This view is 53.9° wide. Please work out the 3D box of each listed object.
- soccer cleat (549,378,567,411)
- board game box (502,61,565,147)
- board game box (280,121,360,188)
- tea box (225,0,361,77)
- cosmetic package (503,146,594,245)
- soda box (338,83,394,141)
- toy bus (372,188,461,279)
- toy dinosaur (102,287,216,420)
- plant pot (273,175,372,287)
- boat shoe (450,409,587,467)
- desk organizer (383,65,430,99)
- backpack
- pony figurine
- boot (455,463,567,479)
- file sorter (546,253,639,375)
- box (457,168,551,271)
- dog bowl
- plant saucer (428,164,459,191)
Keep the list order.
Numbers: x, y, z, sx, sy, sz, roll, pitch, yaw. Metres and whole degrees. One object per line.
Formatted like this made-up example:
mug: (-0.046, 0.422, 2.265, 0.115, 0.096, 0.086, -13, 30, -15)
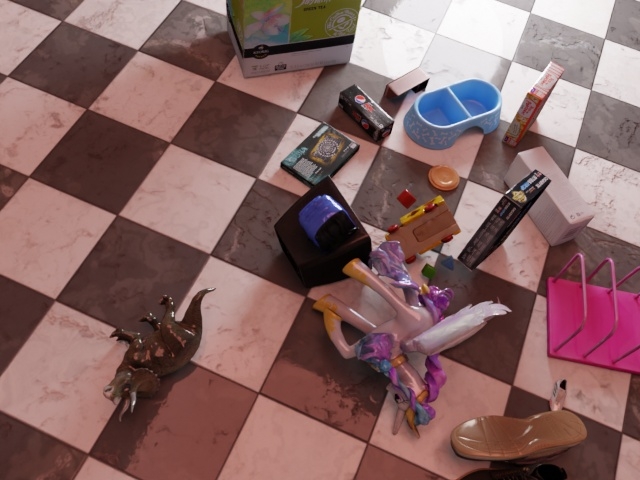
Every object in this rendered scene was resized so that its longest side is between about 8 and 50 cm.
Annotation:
soccer cleat: (0.520, 0.339, 1.372, 0.029, 0.036, 0.083, 24, 60, 8)
board game box: (0.573, -0.364, 1.703, 0.045, 0.193, 0.147, 34, 62, 14)
board game box: (0.000, -0.222, 1.653, 0.126, 0.026, 0.186, 36, 62, 15)
tea box: (-0.080, -0.655, 1.729, 0.328, 0.324, 0.220, -13, 62, -13)
cosmetic package: (0.576, -0.113, 1.601, 0.085, 0.117, 0.231, -18, 64, -17)
soda box: (0.124, -0.350, 1.727, 0.060, 0.053, 0.169, -33, 69, -23)
toy bus: (0.233, -0.022, 1.514, 0.202, 0.191, 0.104, 15, 14, -1)
toy dinosaur: (-0.333, 0.221, 1.323, 0.313, 0.121, 0.160, -36, 81, -28)
plant pot: (0.000, 0.000, 1.444, 0.167, 0.188, 0.187, -29, 66, -7)
boat shoe: (0.398, 0.414, 1.281, 0.285, 0.092, 0.103, -5, 37, -13)
desk organizer: (0.247, -0.441, 1.799, 0.130, 0.047, 0.050, -33, 70, -22)
backpack: (0.004, -0.038, 1.298, 0.098, 0.120, 0.101, -47, 66, -3)
pony figurine: (0.195, 0.181, 1.326, 0.351, 0.303, 0.363, -42, 72, 9)
boot: (0.362, 0.465, 1.222, 0.197, 0.137, 0.077, -7, 60, -9)
file sorter: (0.683, 0.164, 1.409, 0.290, 0.182, 0.202, 11, 59, 0)
box: (0.424, -0.047, 1.459, 0.051, 0.220, 0.175, 42, 44, 17)
dog bowl: (0.375, -0.359, 1.748, 0.297, 0.074, 0.166, -22, 64, -17)
plant saucer: (0.326, -0.167, 1.664, 0.083, 0.013, 0.084, 2, 60, -4)
